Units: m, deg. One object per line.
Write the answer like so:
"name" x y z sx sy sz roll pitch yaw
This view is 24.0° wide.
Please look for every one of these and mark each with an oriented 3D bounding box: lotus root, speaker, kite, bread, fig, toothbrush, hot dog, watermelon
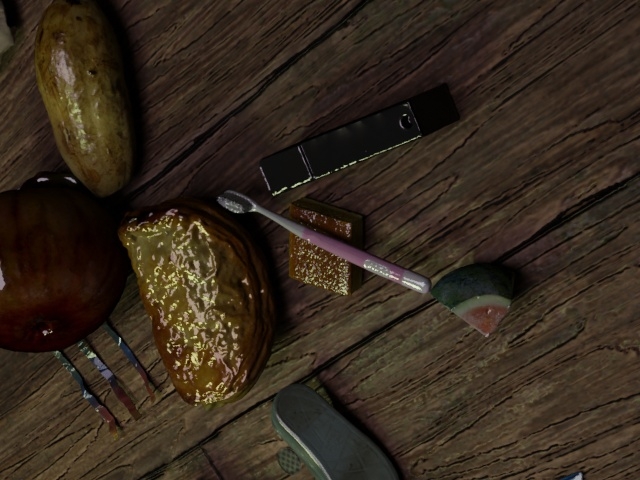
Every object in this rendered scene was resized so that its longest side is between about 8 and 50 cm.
"lotus root" -0.282 -0.174 1.818 0.110 0.097 0.258 1 112 34
"speaker" 0.038 -0.107 1.611 0.218 0.082 0.044 -19 96 41
"kite" -0.355 0.102 2.033 0.204 0.022 0.360 -42 81 36
"bread" 0.005 0.006 1.712 0.090 0.035 0.094 16 118 32
"fig" -0.358 0.032 1.875 0.214 0.235 0.235 48 130 26
"toothbrush" 0.000 0.000 1.673 0.286 0.025 0.020 24 122 28
"hot dog" -0.141 0.069 1.801 0.175 0.114 0.259 -10 104 34
"watermelon" 0.161 0.064 1.585 0.092 0.084 0.072 -2 99 17

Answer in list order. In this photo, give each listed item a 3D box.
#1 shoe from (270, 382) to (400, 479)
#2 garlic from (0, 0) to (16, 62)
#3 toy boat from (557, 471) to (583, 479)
"shoe" 0.015 0.254 1.795 0.195 0.079 0.078 47 165 2
"garlic" -0.490 -0.294 1.897 0.178 0.143 0.229 9 104 36
"toy boat" 0.340 0.377 1.615 0.220 0.067 0.291 -48 66 38
